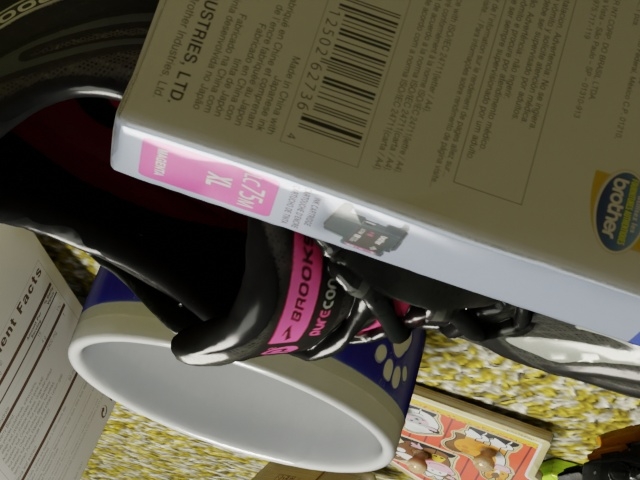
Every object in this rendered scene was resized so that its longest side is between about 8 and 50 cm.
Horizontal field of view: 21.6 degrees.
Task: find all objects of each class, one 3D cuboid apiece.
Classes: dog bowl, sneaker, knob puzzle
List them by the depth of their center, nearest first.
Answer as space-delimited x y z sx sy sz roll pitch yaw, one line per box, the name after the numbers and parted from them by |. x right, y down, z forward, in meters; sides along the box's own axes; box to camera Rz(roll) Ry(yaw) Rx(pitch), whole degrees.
0.020 0.003 0.858 0.482 0.202 0.185 17 133 0 | sneaker
-0.055 0.085 1.304 0.265 0.104 0.265 16 159 6 | dog bowl
0.105 0.190 1.503 0.213 0.030 0.213 16 153 9 | knob puzzle

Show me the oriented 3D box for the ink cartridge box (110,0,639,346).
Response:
0.090 -0.067 0.683 0.311 0.186 0.065 18 157 0 | ink cartridge box

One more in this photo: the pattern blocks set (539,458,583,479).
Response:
0.243 0.278 1.623 0.324 0.026 0.285 12 153 20 | pattern blocks set

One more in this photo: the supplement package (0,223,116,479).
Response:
-0.312 0.092 1.376 0.177 0.175 0.293 10 148 24 | supplement package

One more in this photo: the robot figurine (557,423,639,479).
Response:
0.269 0.115 0.907 0.211 0.085 0.291 -10 171 -39 | robot figurine

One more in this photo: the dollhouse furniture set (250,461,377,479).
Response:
0.022 0.358 1.768 0.135 0.262 0.259 2 121 40 | dollhouse furniture set

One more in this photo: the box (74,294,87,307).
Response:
-0.192 0.104 1.560 0.145 0.038 0.186 8 158 26 | box
